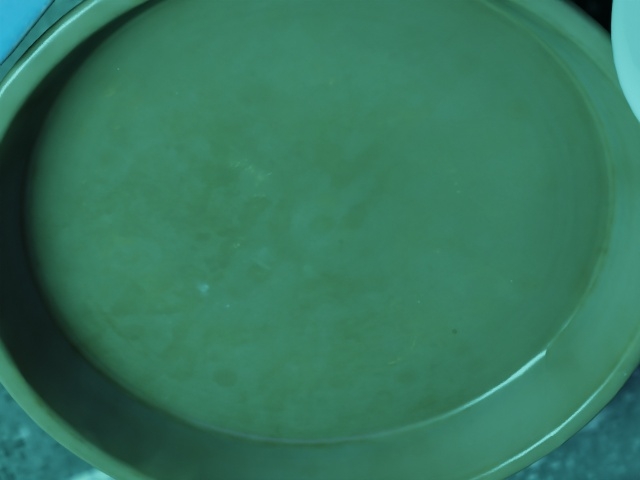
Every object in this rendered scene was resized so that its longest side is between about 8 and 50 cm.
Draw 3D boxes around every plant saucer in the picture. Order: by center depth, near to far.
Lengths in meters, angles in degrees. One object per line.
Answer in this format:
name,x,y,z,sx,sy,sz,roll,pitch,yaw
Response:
plant saucer,0.000,0.000,0.631,0.277,0.041,0.278,-2,127,-3

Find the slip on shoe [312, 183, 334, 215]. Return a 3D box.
slip on shoe,-0.002,-0.028,0.664,0.135,0.041,0.051,7,107,-10

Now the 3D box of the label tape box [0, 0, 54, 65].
label tape box,-0.099,-0.257,0.521,0.240,0.106,0.334,38,105,-14

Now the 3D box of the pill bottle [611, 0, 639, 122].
pill bottle,0.247,-0.040,0.595,0.283,0.160,0.160,29,103,-40
